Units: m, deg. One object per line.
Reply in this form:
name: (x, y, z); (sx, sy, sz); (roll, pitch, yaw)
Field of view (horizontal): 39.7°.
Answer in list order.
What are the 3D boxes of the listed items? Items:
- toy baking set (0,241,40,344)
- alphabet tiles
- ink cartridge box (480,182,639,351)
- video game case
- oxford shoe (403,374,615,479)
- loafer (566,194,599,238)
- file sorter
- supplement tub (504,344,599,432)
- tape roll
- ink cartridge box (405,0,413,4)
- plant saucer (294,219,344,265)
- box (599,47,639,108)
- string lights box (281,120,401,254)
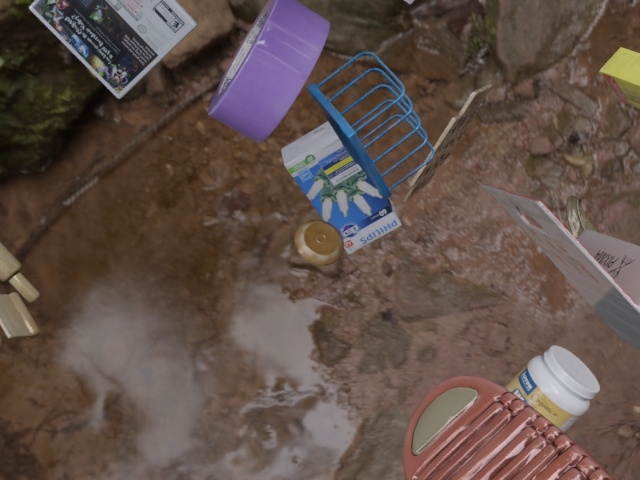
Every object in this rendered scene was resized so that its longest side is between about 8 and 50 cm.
toy baking set: (-0.396, 0.014, 0.953); (0.030, 0.197, 0.256); (-38, 99, 7)
alphabet tiles: (0.286, -0.220, 1.988); (0.011, 0.342, 0.285); (36, 113, 8)
ink cartridge box: (0.267, 0.024, 0.811); (0.060, 0.275, 0.239); (-42, 95, 5)
video game case: (-0.314, -0.342, 1.350); (0.173, 0.022, 0.190); (-40, 107, 13)
oxford shoe: (0.198, 0.255, 0.563); (0.140, 0.146, 0.397); (-45, 59, 17)
loafer: (0.507, -0.017, 1.696); (0.050, 0.056, 0.148); (-14, 78, 24)
file sorter: (0.079, -0.168, 1.269); (0.104, 0.170, 0.118); (-38, 55, 1)
supplement tub: (0.436, 0.319, 1.750); (0.144, 0.144, 0.200); (47, 115, 22)
tape roll: (-0.070, -0.229, 1.177); (0.080, 0.189, 0.189); (30, 91, -15)
ink cartridge box: (0.089, -0.268, 0.821); (0.083, 0.048, 0.028); (-49, 42, 26)
plant saucer: (0.000, 0.000, 1.432); (0.083, 0.015, 0.083); (7, 62, -13)
box: (0.553, -0.235, 1.405); (0.058, 0.087, 0.232); (-48, 36, 3)
string lights box: (0.045, -0.109, 1.812); (0.133, 0.260, 0.077); (-30, 32, 11)
